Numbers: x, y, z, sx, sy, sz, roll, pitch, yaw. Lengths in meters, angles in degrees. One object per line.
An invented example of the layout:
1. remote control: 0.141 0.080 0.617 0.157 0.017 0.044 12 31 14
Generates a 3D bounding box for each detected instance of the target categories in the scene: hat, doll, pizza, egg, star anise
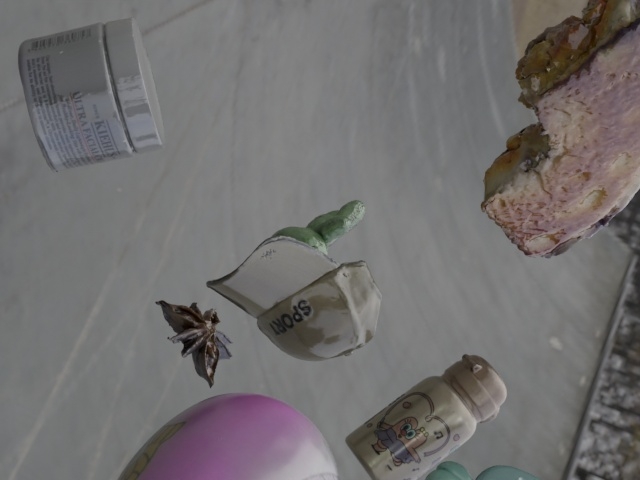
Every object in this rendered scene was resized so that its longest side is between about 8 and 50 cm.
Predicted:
1. hat: -0.035 0.073 1.044 0.147 0.085 0.175 -38 140 25
2. doll: 0.000 0.000 1.245 0.150 0.115 0.077 -37 109 -39
3. pizza: 0.218 -0.100 0.853 0.305 0.161 0.085 99 -16 -49
4. egg: -0.090 0.249 0.877 0.271 0.196 0.196 -57 164 -62
5. star anise: -0.163 0.140 1.362 0.056 0.129 0.124 -38 150 26

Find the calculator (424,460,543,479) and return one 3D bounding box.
1. calculator: 0.246 0.331 1.097 0.184 0.295 0.042 -42 158 -61

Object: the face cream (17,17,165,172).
1. face cream: -0.294 -0.188 1.311 0.177 0.153 0.177 166 -90 -87

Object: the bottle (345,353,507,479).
1. bottle: 0.144 0.235 1.293 0.209 0.097 0.110 -35 126 -6
